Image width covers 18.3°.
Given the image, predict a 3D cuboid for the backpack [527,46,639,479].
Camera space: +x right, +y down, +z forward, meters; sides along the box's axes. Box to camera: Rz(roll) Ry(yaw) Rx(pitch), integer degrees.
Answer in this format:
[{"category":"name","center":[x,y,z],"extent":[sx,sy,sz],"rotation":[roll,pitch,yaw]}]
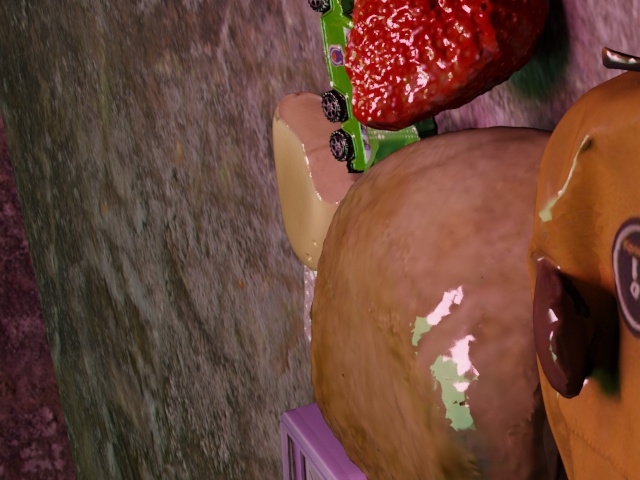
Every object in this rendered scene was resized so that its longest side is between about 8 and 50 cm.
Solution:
[{"category":"backpack","center":[0.225,0.093,0.929],"extent":[0.353,0.201,0.378],"rotation":[-146,45,-65]}]

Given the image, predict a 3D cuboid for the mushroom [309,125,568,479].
[{"category":"mushroom","center":[0.076,0.090,1.287],"extent":[0.212,0.217,0.292],"rotation":[-60,-32,-47]}]

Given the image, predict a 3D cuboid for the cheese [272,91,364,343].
[{"category":"cheese","center":[0.000,0.000,1.737],"extent":[0.127,0.050,0.255],"rotation":[-127,28,-46]}]

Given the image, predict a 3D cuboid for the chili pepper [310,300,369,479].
[{"category":"chili pepper","center":[0.050,0.174,1.684],"extent":[0.071,0.063,0.272],"rotation":[-27,85,49]}]

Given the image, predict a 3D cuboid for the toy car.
[{"category":"toy car","center":[0.041,-0.133,1.496],"extent":[0.062,0.071,0.165],"rotation":[9,112,54]}]

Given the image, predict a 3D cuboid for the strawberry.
[{"category":"strawberry","center":[0.081,-0.134,1.282],"extent":[0.131,0.131,0.148],"rotation":[146,136,-70]}]

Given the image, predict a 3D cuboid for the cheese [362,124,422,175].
[{"category":"cheese","center":[0.097,0.065,1.448],"extent":[0.204,0.083,0.320],"rotation":[5,116,64]}]

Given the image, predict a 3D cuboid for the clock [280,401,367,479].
[{"category":"clock","center":[0.025,0.257,1.806],"extent":[0.144,0.073,0.193],"rotation":[-133,34,-56]}]
